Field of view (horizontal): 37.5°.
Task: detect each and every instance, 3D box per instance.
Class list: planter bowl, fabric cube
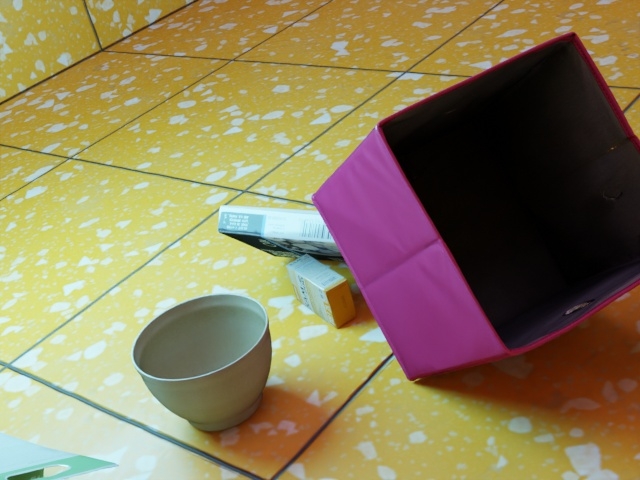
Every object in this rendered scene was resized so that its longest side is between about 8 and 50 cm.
[{"bbox_3d":[-0.127,0.151,1.101,0.162,0.109,0.162,-10,30,6],"label":"planter bowl"},{"bbox_3d":[0.180,-0.023,1.019,0.254,0.259,0.258,-27,-6,-21],"label":"fabric cube"}]

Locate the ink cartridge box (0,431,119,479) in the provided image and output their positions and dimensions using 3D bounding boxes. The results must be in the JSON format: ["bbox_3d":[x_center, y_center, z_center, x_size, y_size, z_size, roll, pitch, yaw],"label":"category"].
[{"bbox_3d":[-0.359,0.254,1.003,0.235,0.056,0.171,7,3,32],"label":"ink cartridge box"}]

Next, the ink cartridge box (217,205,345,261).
[{"bbox_3d":[0.000,0.000,1.289,0.206,0.045,0.208,4,-9,31],"label":"ink cartridge box"}]

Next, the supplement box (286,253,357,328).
[{"bbox_3d":[0.001,0.066,1.237,0.036,0.062,0.098,-30,32,-21],"label":"supplement box"}]
